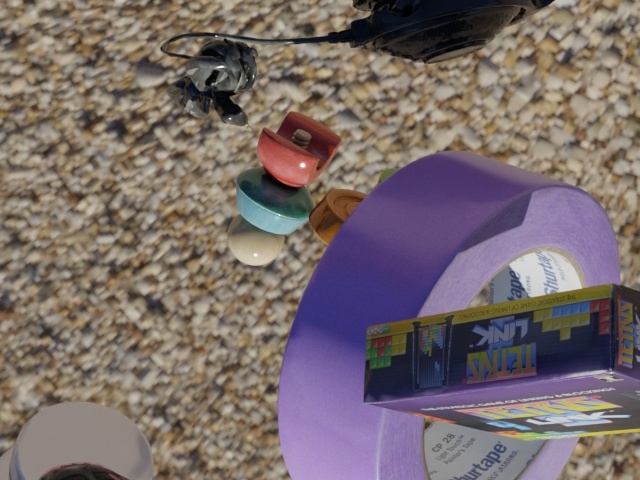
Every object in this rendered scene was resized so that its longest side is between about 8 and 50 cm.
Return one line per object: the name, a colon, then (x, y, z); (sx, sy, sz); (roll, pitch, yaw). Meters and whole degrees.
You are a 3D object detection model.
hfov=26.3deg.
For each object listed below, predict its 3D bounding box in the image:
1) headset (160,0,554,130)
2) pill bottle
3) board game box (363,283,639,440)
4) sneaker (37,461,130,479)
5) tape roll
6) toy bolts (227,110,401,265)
headset: (0.048, -0.224, 0.954); (0.394, 0.185, 0.243); (-43, 95, -12)
pill bottle: (-0.284, 0.329, 1.482); (0.188, 0.188, 0.334); (30, 133, 6)
board game box: (0.131, 0.071, 0.736); (0.170, 0.141, 0.048); (-15, 66, 47)
sneaker: (-0.112, 0.164, 0.814); (0.119, 0.057, 0.047); (23, 77, -25)
tape roll: (0.096, 0.081, 0.941); (0.090, 0.275, 0.275); (21, 118, 38)
toy bolts: (0.000, 0.000, 1.369); (0.228, 0.218, 0.158); (33, 116, 14)
